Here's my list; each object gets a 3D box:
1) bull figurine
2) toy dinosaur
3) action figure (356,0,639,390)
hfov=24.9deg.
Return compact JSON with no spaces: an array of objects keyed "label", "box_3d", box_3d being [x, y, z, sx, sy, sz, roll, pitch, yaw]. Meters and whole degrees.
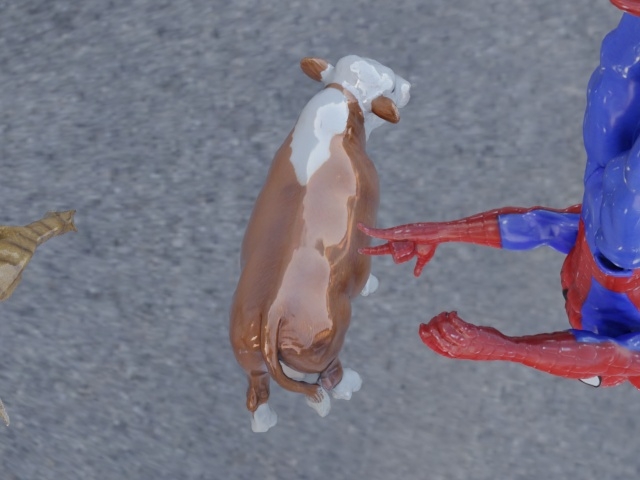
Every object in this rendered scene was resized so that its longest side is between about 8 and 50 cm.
[{"label":"bull figurine","box_3d":[0.000,0.000,1.132,0.188,0.101,0.310,81,24,-47]},{"label":"toy dinosaur","box_3d":[-0.235,0.029,1.011,0.211,0.112,0.064,-70,158,-49]},{"label":"action figure","box_3d":[0.073,-0.014,0.513,0.139,0.280,0.091,-8,57,6]}]
